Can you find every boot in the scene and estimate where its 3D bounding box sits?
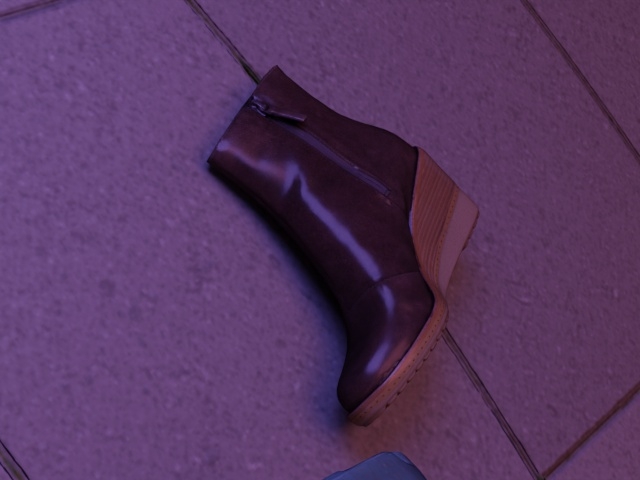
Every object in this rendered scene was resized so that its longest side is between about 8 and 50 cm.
[{"bbox_3d":[0.000,0.000,1.093,0.207,0.090,0.248,32,48,-8],"label":"boot"}]

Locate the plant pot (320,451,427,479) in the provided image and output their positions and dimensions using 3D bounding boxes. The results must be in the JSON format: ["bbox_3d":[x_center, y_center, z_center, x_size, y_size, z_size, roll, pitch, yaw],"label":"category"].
[{"bbox_3d":[0.029,0.310,0.750,0.341,0.341,0.334,-20,73,-47],"label":"plant pot"}]
